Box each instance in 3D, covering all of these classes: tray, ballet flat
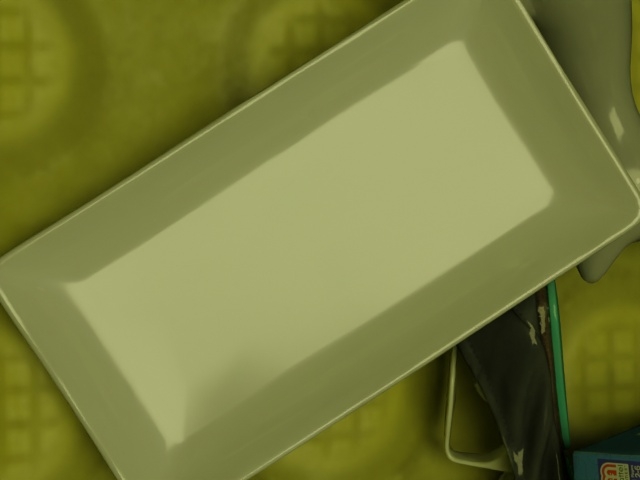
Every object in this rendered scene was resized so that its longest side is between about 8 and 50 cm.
[{"bbox_3d":[0.000,0.000,0.687,0.270,0.030,0.145,-33,96,-4],"label":"tray"},{"bbox_3d":[0.098,0.111,0.735,0.074,0.074,0.203,-17,103,-17],"label":"ballet flat"}]

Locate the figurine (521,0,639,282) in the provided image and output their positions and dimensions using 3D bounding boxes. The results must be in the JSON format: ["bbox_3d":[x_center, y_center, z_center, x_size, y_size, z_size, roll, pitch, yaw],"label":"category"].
[{"bbox_3d":[0.185,-0.103,0.748,0.215,0.092,0.209,-22,102,-16],"label":"figurine"}]

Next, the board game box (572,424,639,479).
[{"bbox_3d":[0.190,0.191,0.736,0.160,0.047,0.210,-8,94,-49],"label":"board game box"}]
